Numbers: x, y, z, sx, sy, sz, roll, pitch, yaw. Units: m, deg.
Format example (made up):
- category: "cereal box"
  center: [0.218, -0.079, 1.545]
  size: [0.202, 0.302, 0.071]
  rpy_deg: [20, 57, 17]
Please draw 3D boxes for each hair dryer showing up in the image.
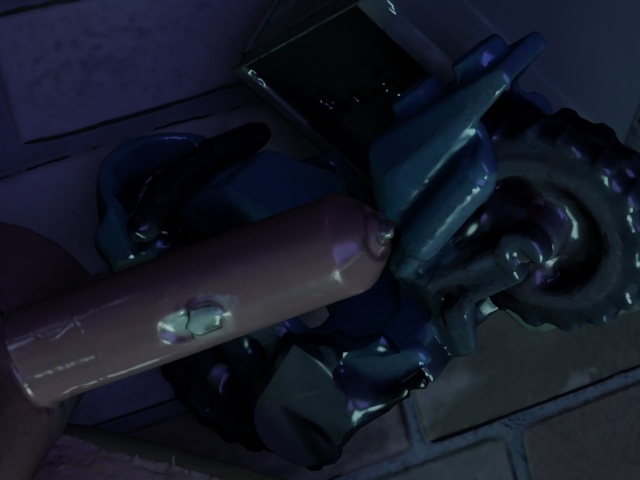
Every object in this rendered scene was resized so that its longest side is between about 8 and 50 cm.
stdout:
- category: "hair dryer"
  center: [-0.117, 0.056, 0.755]
  size: [0.353, 0.210, 0.125]
  rpy_deg: [-22, 113, 27]

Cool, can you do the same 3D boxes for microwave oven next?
- category: "microwave oven"
  center: [0.126, -0.112, 0.967]
  size: [0.295, 0.181, 0.237]
  rpy_deg: [40, 57, -21]

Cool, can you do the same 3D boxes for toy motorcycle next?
- category: "toy motorcycle"
  center: [0.000, 0.000, 0.860]
  size: [0.232, 0.416, 0.172]
  rpy_deg: [53, 48, -8]

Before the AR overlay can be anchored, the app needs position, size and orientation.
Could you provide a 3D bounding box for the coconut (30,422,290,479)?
- category: "coconut"
  center: [-0.135, 0.265, 0.874]
  size: [0.297, 0.310, 0.297]
  rpy_deg: [-17, 109, -61]
